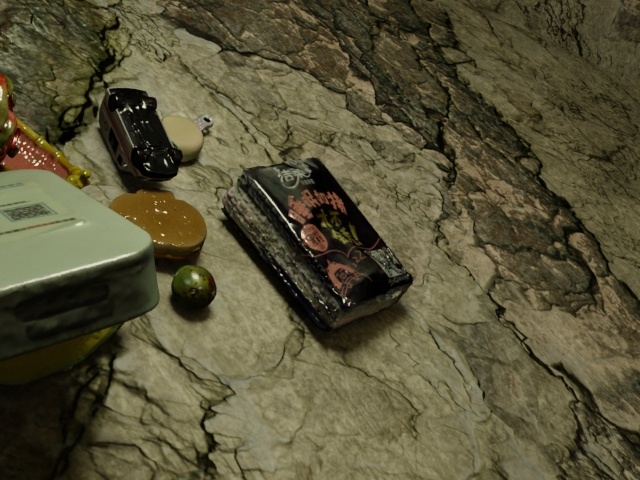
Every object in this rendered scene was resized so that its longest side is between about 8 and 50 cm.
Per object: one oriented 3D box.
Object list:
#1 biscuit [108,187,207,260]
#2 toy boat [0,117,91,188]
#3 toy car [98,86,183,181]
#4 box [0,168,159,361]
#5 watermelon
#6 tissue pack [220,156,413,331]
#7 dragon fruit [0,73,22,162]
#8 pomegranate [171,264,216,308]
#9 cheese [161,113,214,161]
[{"bbox_3d":[-0.276,-0.024,1.275,0.170,0.050,0.170,18,33,-12],"label":"biscuit"},{"bbox_3d":[-0.504,-0.156,1.213,0.318,0.099,0.141,33,34,4],"label":"toy boat"},{"bbox_3d":[-0.326,-0.172,1.357,0.089,0.108,0.210,-4,55,-42],"label":"toy car"},{"bbox_3d":[-0.440,0.029,0.888,0.396,0.111,0.396,-16,28,-35],"label":"box"},{"bbox_3d":[-0.356,0.101,1.007,0.301,0.129,0.123,-27,72,-44],"label":"watermelon"},{"bbox_3d":[0.000,0.000,1.397,0.332,0.123,0.245,51,35,17],"label":"tissue pack"},{"bbox_3d":[-0.514,-0.173,1.102,0.160,0.166,0.172,51,49,-39],"label":"dragon fruit"},{"bbox_3d":[-0.196,0.074,1.213,0.073,0.073,0.084,48,15,18],"label":"pomegranate"},{"bbox_3d":[-0.267,-0.211,1.485,0.092,0.047,0.171,28,38,-12],"label":"cheese"}]
